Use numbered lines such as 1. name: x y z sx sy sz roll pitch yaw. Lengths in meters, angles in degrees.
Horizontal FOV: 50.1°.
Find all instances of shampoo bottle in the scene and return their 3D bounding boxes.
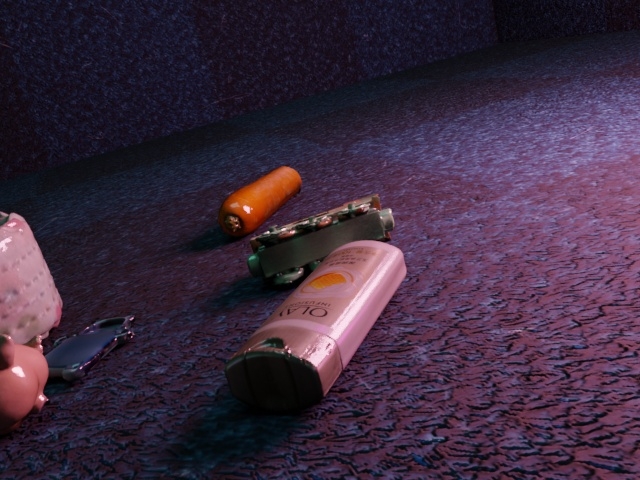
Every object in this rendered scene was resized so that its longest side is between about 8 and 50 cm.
1. shampoo bottle: 0.006 0.065 0.602 0.086 0.055 0.227 -6 19 27

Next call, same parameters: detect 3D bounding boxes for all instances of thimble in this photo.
1. thimble: -0.417 0.065 0.787 0.186 0.149 0.211 4 25 41

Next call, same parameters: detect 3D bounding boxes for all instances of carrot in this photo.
1. carrot: -0.096 -0.062 1.075 0.067 0.067 0.225 -6 17 23

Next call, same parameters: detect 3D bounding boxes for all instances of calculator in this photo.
1. calculator: -0.247 0.112 0.719 0.094 0.019 0.141 -9 16 15

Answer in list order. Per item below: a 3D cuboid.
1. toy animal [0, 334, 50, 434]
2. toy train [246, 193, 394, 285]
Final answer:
1. toy animal: -0.292 0.128 0.601 0.089 0.083 0.150 1 -11 -35
2. toy train: 0.000 0.000 0.804 0.176 0.074 0.118 -19 7 1
